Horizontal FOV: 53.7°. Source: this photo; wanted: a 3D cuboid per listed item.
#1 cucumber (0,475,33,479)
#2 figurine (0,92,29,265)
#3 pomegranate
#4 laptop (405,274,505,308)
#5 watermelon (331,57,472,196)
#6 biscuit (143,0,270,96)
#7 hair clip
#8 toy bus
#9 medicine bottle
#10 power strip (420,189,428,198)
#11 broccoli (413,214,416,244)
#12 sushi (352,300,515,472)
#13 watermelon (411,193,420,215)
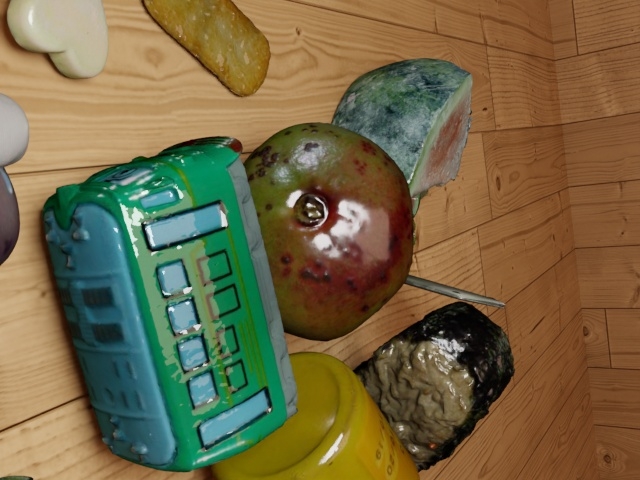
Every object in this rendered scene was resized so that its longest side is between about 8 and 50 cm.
[{"bbox_3d":[-0.301,0.296,0.606,0.032,0.032,0.132,15,75,-53],"label":"cucumber"},{"bbox_3d":[-0.325,0.079,0.445,0.218,0.206,0.364,-7,94,-41],"label":"figurine"},{"bbox_3d":[-0.014,-0.018,0.889,0.323,0.291,0.290,-135,-147,-78],"label":"pomegranate"},{"bbox_3d":[0.161,0.071,1.087,0.188,0.269,0.015,13,92,-53],"label":"laptop"},{"bbox_3d":[0.158,-0.170,1.173,0.258,0.229,0.387,55,51,-47],"label":"watermelon"},{"bbox_3d":[-0.154,-0.300,0.881,0.247,0.029,0.118,39,63,-46],"label":"biscuit"},{"bbox_3d":[-0.288,-0.277,0.662,0.159,0.071,0.218,-60,137,-42],"label":"hair clip"},{"bbox_3d":[-0.167,0.071,0.693,0.199,0.184,0.343,-23,104,-48],"label":"toy bus"},{"bbox_3d":[0.028,0.355,0.900,0.384,0.225,0.224,58,43,-32],"label":"medicine bottle"},{"bbox_3d":[0.195,-0.168,1.364,0.076,0.028,0.168,-37,118,-50],"label":"power strip"},{"bbox_3d":[0.113,-0.009,1.165,0.120,0.130,0.131,101,-8,-48],"label":"broccoli"},{"bbox_3d":[0.160,0.251,1.034,0.171,0.350,0.210,-18,63,-41],"label":"sushi"},{"bbox_3d":[0.166,-0.074,1.299,0.084,0.072,0.092,-54,168,-57],"label":"watermelon"}]
